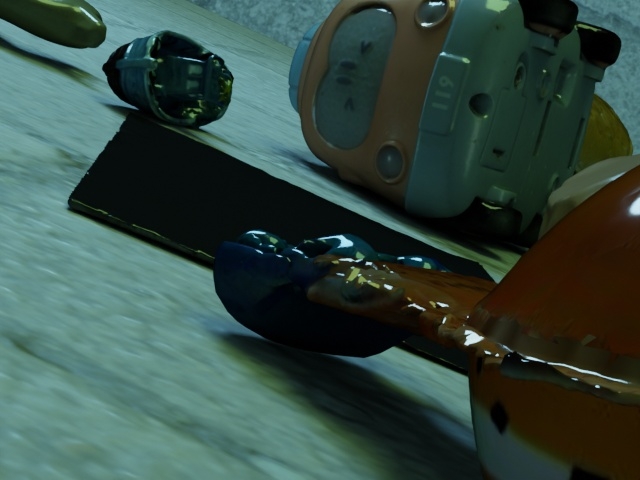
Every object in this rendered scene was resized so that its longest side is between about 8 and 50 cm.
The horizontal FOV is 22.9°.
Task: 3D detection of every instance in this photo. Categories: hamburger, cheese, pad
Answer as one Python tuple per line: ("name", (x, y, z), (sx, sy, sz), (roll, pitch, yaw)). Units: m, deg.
("hamburger", (0.223, -0.104, 1.651), (0.245, 0.155, 0.282), (29, 11, -17))
("cheese", (0.102, 0.038, 0.460), (0.217, 0.129, 0.329), (12, 2, -43))
("pad", (0.000, 0.000, 0.823), (0.248, 0.007, 0.367), (23, 8, -7))

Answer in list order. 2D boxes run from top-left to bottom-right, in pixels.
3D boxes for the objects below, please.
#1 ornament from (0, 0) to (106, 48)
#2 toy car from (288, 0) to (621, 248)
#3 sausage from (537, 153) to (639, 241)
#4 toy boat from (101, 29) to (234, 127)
("ornament", (-0.272, -0.198, 1.112), (0.230, 0.061, 0.245), (20, 7, -38))
("toy car", (0.091, -0.104, 1.207), (0.212, 0.180, 0.270), (16, 3, 25))
("sausage", (0.170, 0.019, 0.780), (0.241, 0.120, 0.136), (-57, 125, -80))
("toy boat", (-0.091, -0.107, 1.045), (0.061, 0.060, 0.137), (4, -4, 23))
